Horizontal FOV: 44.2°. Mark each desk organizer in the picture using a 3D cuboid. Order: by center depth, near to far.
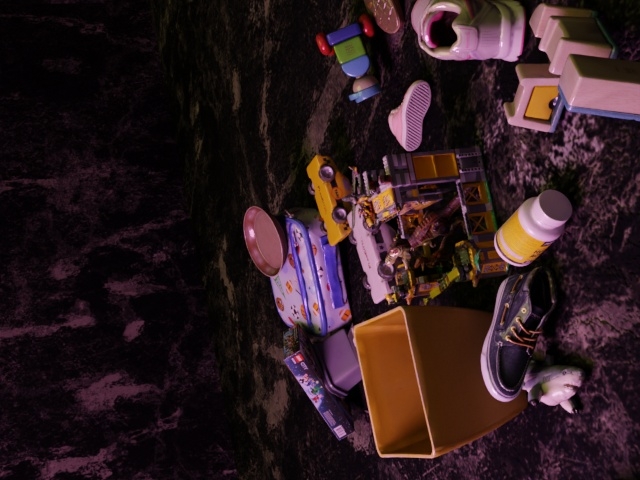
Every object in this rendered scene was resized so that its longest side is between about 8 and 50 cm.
[{"bbox_3d":[0.105,0.236,1.657,0.047,0.050,0.130,106,150,-47],"label":"desk organizer"}]

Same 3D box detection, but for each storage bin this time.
[{"bbox_3d":[0.053,0.270,1.758,0.091,0.098,0.135,-37,48,15],"label":"storage bin"}]

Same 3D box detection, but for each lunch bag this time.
[{"bbox_3d":[-0.032,0.065,1.836,0.243,0.115,0.303,11,116,61],"label":"lunch bag"}]

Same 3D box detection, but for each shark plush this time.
[{"bbox_3d":[0.317,0.184,1.092,0.161,0.073,0.067,-91,17,-82],"label":"shark plush"}]

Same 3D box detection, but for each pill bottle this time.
[{"bbox_3d":[0.284,-0.018,1.048,0.116,0.065,0.065,117,142,-58],"label":"pill bottle"}]

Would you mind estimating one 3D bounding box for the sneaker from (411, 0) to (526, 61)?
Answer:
[{"bbox_3d":[0.187,-0.320,1.146,0.252,0.111,0.103,-137,44,-62],"label":"sneaker"}]

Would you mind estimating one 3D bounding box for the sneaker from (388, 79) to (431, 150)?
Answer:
[{"bbox_3d":[0.150,-0.228,1.370,0.070,0.051,0.134,-124,28,-42],"label":"sneaker"}]

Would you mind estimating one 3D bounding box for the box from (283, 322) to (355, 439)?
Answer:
[{"bbox_3d":[-0.005,0.316,1.782,0.233,0.044,0.159,57,-173,-15],"label":"box"}]

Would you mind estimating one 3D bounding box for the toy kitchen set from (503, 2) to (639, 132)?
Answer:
[{"bbox_3d":[0.308,-0.161,0.915,0.207,0.122,0.166,-89,6,-50],"label":"toy kitchen set"}]

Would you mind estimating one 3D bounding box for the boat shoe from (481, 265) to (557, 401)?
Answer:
[{"bbox_3d":[0.270,0.123,1.065,0.083,0.065,0.183,136,150,-63],"label":"boat shoe"}]

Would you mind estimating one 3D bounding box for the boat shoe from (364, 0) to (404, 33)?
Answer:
[{"bbox_3d":[0.107,-0.456,1.405,0.064,0.060,0.178,-35,81,56],"label":"boat shoe"}]

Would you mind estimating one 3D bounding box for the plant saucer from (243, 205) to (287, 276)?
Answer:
[{"bbox_3d":[-0.123,0.000,1.809,0.168,0.029,0.168,35,134,46],"label":"plant saucer"}]

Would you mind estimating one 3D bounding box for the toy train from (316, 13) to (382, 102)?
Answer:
[{"bbox_3d":[0.073,-0.345,1.517,0.248,0.105,0.143,-64,-46,-76],"label":"toy train"}]

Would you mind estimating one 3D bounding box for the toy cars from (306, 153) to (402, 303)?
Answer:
[{"bbox_3d":[0.080,-0.036,1.595,0.394,0.087,0.176,-127,30,-49],"label":"toy cars"}]

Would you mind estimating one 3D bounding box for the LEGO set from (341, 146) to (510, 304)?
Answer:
[{"bbox_3d":[0.136,-0.015,1.272,0.331,0.192,0.255,171,92,-71],"label":"LEGO set"}]

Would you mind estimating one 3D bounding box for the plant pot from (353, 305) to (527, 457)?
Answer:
[{"bbox_3d":[0.189,0.206,1.210,0.212,0.187,0.212,141,119,-67],"label":"plant pot"}]

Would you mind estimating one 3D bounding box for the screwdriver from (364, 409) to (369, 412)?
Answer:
[{"bbox_3d":[0.126,0.379,1.711,0.170,0.025,0.024,155,106,-79],"label":"screwdriver"}]
